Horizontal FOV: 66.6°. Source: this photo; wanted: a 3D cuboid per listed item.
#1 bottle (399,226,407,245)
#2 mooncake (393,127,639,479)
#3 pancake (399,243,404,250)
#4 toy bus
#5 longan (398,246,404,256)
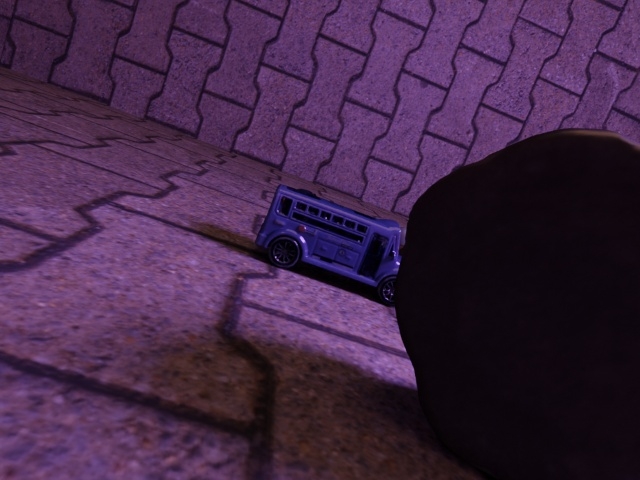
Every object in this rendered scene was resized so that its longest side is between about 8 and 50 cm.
[{"bbox_3d":[0.323,0.031,1.447,0.254,0.079,0.096,20,-28,-10],"label":"bottle"},{"bbox_3d":[0.211,0.061,0.439,0.306,0.306,0.154,25,9,21],"label":"mooncake"},{"bbox_3d":[0.208,0.031,1.275,0.242,0.050,0.242,21,10,-4],"label":"pancake"},{"bbox_3d":[0.041,0.004,0.852,0.292,0.133,0.125,20,10,-6],"label":"toy bus"},{"bbox_3d":[0.200,0.054,0.979,0.119,0.106,0.106,-7,-6,31],"label":"longan"}]
